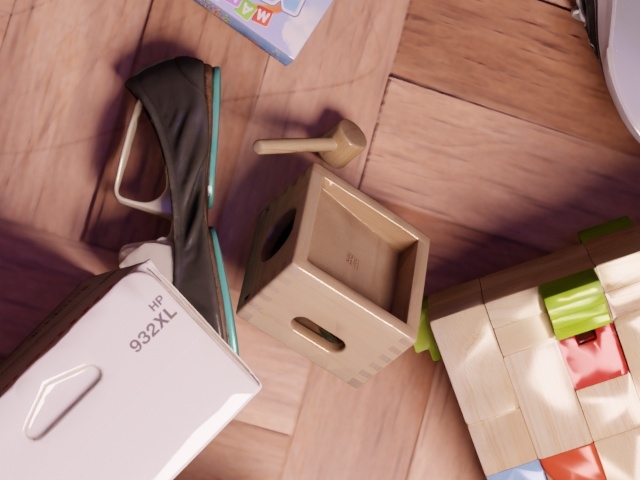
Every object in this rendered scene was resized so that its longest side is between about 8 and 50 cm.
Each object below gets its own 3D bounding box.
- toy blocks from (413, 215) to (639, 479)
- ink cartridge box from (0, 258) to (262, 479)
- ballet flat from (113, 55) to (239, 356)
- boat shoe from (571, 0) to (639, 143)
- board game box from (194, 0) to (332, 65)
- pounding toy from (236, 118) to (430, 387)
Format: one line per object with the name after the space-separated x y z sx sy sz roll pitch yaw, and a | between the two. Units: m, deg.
0.270 0.131 1.499 0.381 0.191 0.261 -19 100 6 | toy blocks
-0.189 0.139 1.320 0.223 0.307 0.129 -45 98 -12 | ink cartridge box
-0.123 -0.015 1.465 0.096 0.095 0.280 -4 77 -5 | ballet flat
0.274 -0.222 1.567 0.113 0.105 0.306 -16 84 -11 | boat shoe
-0.035 -0.284 1.524 0.160 0.039 0.211 34 80 -11 | board game box
-0.007 -0.009 1.479 0.181 0.094 0.206 33 40 -19 | pounding toy
